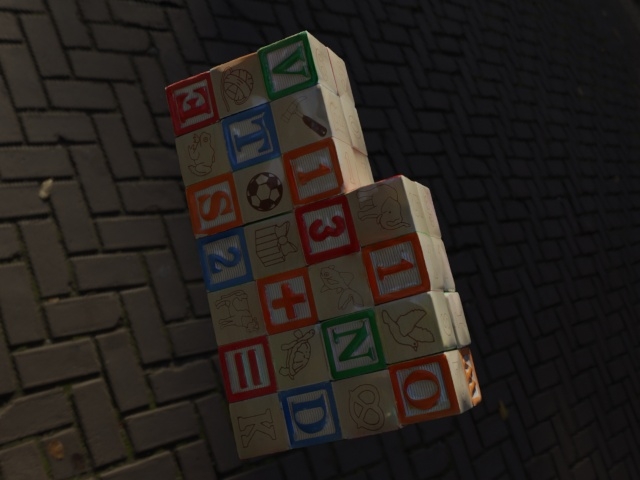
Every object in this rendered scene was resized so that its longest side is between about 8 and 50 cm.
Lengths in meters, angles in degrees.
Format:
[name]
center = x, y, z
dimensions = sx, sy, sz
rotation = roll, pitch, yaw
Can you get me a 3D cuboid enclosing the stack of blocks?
[stack of blocks]
center = 0.000, 0.000, 0.636
dimensions = 0.087, 0.171, 0.297
rotation = 12, 62, -69
